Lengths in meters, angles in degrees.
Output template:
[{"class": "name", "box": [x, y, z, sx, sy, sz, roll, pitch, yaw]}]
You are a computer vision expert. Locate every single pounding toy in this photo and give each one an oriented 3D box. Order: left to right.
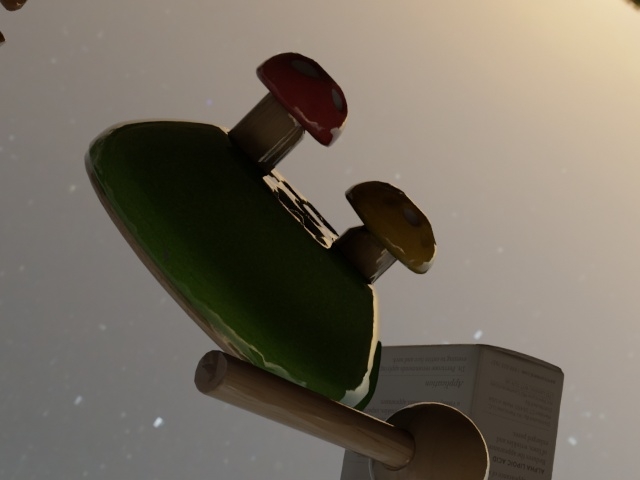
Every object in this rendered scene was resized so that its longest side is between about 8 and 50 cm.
[{"class": "pounding toy", "box": [0.000, 0.000, 0.552, 0.183, 0.110, 0.237, 42, -172, -40]}]

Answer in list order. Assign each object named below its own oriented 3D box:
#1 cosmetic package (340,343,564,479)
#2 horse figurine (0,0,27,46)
[{"class": "cosmetic package", "box": [0.072, 0.183, 0.748, 0.085, 0.231, 0.117, 19, 165, -35]}, {"class": "horse figurine", "box": [-0.156, -0.133, 0.343, 0.174, 0.066, 0.263, 58, -166, -6]}]
